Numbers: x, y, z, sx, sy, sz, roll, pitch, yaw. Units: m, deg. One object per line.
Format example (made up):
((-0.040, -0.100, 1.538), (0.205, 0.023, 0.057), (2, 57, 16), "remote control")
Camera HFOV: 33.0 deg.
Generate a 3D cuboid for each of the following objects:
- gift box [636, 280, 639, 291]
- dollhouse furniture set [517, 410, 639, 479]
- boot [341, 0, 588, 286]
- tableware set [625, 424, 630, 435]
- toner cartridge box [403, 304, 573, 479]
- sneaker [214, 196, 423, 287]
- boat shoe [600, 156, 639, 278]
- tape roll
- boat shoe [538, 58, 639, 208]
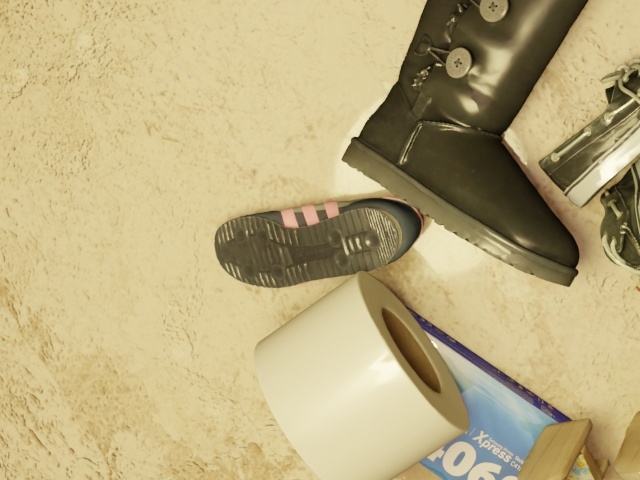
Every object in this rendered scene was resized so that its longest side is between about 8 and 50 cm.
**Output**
((0.572, 0.074, 1.346), (0.255, 0.276, 0.258), (34, 98, -8), "gift box")
((0.465, 0.411, 1.281), (0.394, 0.256, 0.362), (-18, 105, 36), "dollhouse furniture set")
((0.271, -0.214, 1.389), (0.367, 0.146, 0.445), (34, 100, 22), "boot")
((0.507, 0.272, 1.491), (0.154, 0.024, 0.104), (27, 101, 6), "tableware set")
((0.174, 0.233, 1.525), (0.348, 0.075, 0.165), (34, 101, 6), "toner cartridge box")
((0.000, 0.000, 1.523), (0.319, 0.131, 0.112), (-2, 102, 35), "sneaker")
((0.409, -0.006, 1.329), (0.121, 0.335, 0.119), (44, 113, -5), "boat shoe")
((0.053, 0.184, 1.380), (0.169, 0.246, 0.246), (-35, 89, 12), "tape roll")
((0.415, -0.182, 1.413), (0.105, 0.113, 0.306), (47, 118, 9), "boat shoe")
